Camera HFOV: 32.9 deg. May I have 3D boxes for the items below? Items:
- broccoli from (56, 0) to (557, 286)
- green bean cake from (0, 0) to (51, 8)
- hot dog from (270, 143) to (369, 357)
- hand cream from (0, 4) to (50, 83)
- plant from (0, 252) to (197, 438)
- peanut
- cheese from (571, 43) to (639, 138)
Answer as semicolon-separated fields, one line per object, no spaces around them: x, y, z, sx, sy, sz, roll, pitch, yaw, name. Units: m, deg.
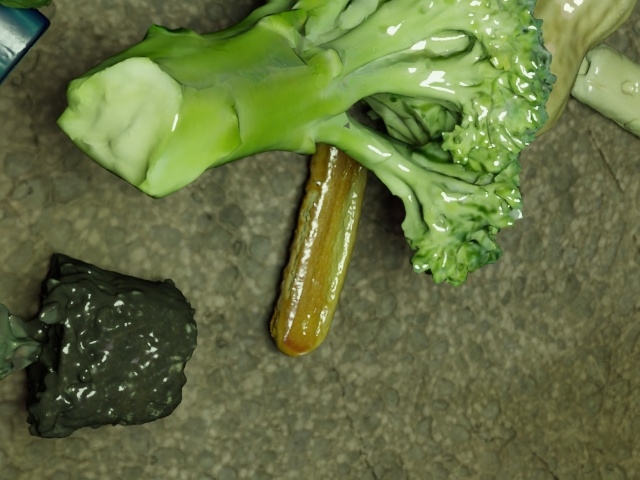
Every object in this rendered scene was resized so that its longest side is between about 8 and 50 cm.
-0.010;-0.175;0.817;0.397;0.353;0.275;3;139;-30;broccoli
-0.265;-0.308;0.773;0.222;0.125;0.248;12;74;-25;green bean cake
0.000;0.000;0.985;0.066;0.047;0.216;10;95;-34;hot dog
-0.342;-0.224;0.833;0.270;0.061;0.120;39;100;-15;hand cream
-0.210;0.083;0.886;0.203;0.142;0.131;1;108;-28;plant
0.216;-0.206;0.986;0.123;0.123;0.257;23;90;-20;peanut
0.331;-0.131;1.078;0.194;0.043;0.065;23;96;-22;cheese
